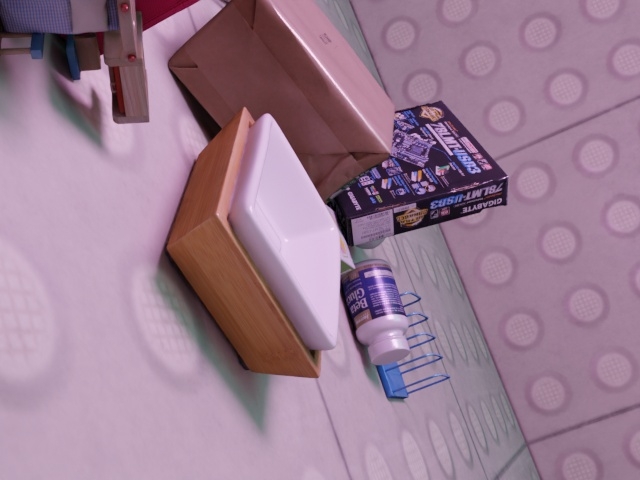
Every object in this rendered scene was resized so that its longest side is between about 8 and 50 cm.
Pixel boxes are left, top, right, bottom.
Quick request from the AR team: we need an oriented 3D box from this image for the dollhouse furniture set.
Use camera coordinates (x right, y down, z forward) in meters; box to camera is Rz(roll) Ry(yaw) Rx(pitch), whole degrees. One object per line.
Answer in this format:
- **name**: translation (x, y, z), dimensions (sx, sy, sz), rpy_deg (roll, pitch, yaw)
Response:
- **dollhouse furniture set**: translation (-0.230, -0.178, 0.772), dimensions (0.184, 0.129, 0.129), rpy_deg (96, -14, -51)

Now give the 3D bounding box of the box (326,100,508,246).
- **box**: translation (0.142, -0.132, 1.513), dimensions (0.296, 0.293, 0.073), rpy_deg (-117, -163, -49)

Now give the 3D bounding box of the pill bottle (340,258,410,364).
- **pill bottle**: translation (0.098, 0.125, 1.455), dimensions (0.094, 0.094, 0.169), rpy_deg (42, 28, -59)

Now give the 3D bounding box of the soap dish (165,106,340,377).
- **soap dish**: translation (-0.071, 0.000, 0.999), dimensions (0.229, 0.118, 0.291), rpy_deg (59, 16, -26)

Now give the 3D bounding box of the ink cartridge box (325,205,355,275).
- **ink cartridge box**: translation (0.000, 0.000, 1.362), dimensions (0.209, 0.062, 0.109), rpy_deg (36, 32, -64)

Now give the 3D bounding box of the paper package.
- **paper package**: translation (-0.037, -0.232, 1.265), dimensions (0.309, 0.168, 0.325), rpy_deg (49, 18, -12)

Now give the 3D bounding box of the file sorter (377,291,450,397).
- **file sorter**: translation (0.156, 0.192, 1.540), dimensions (0.118, 0.104, 0.170), rpy_deg (28, 41, -67)

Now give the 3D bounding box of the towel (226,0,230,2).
- **towel**: translation (-0.157, -0.603, 1.480), dimensions (0.317, 0.053, 0.332), rpy_deg (16, 78, -72)

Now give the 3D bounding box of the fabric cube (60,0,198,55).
- **fabric cube**: translation (-0.210, -0.390, 0.825), dimensions (0.258, 0.259, 0.254), rpy_deg (50, 21, -46)

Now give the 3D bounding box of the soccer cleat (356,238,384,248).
- **soccer cleat**: translation (0.053, -0.143, 1.662), dimensions (0.331, 0.116, 0.143), rpy_deg (70, 13, 10)
